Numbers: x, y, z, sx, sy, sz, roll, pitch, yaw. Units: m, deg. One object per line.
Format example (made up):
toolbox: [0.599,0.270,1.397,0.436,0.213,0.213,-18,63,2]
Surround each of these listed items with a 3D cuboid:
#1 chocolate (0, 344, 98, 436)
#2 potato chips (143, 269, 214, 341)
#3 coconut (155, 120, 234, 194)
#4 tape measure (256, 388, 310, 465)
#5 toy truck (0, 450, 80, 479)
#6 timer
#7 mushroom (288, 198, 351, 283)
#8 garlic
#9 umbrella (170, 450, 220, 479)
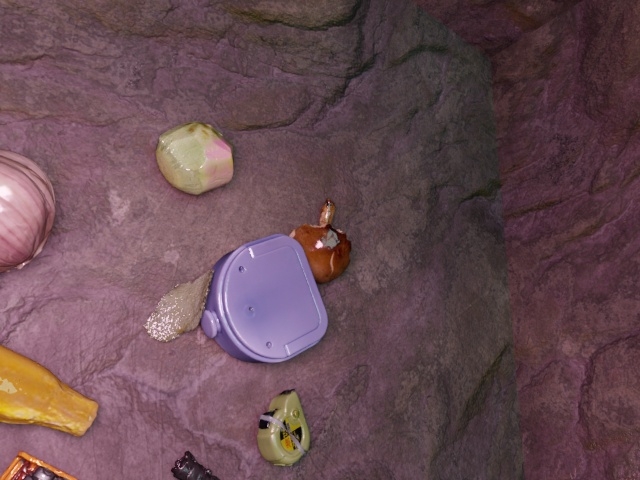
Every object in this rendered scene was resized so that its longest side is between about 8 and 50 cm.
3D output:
chocolate: [-0.708,0.312,0.947,0.445,0.162,0.162,39,57,-26]
potato chips: [-0.385,0.179,1.232,0.059,0.228,0.167,51,12,-55]
coconut: [-0.360,-0.250,1.323,0.236,0.236,0.204,-39,135,-37]
tape measure: [-0.113,0.579,1.326,0.175,0.106,0.199,-18,90,-52]
toy truck: [-0.576,0.581,0.970,0.270,0.135,0.114,40,59,-16]
timer: [-0.187,0.190,1.337,0.395,0.173,0.394,11,71,-35]
mushroom: [0.025,0.014,1.562,0.302,0.208,0.232,-37,141,-48]
garlic: [-0.728,-0.047,0.945,0.259,0.318,0.317,52,52,-27]
umbrella: [-0.302,0.670,1.190,0.066,0.059,0.235,-42,106,-15]
